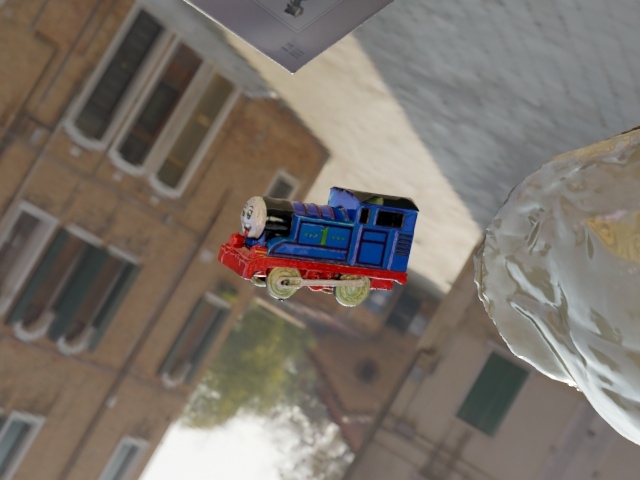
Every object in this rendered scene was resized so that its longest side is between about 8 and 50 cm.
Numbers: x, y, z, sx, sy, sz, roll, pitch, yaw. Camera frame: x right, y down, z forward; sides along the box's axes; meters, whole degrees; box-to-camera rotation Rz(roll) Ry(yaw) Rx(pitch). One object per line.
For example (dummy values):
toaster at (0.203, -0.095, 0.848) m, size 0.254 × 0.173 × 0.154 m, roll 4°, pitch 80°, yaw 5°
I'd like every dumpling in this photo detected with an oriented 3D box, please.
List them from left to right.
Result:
dumpling at (0.290, 0.053, 1.145) m, size 0.315 × 0.233 × 0.395 m, roll 3°, pitch 139°, yaw 18°

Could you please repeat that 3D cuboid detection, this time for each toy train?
toy train at (0.000, 0.000, 1.416) m, size 0.203 × 0.131 × 0.082 m, roll 6°, pitch -168°, yaw -29°

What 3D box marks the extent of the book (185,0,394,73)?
book at (0.004, -0.197, 0.919) m, size 0.127 × 0.181 × 0.014 m, roll 30°, pitch -142°, yaw -42°
